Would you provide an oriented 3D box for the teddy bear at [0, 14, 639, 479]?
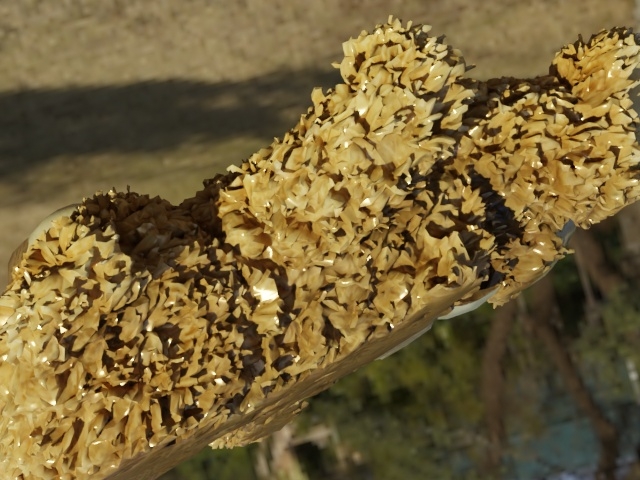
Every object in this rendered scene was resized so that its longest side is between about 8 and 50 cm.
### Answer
[{"bbox_3d":[0.000,0.000,0.708,0.338,0.113,0.245,-28,167,-11],"label":"teddy bear"}]
